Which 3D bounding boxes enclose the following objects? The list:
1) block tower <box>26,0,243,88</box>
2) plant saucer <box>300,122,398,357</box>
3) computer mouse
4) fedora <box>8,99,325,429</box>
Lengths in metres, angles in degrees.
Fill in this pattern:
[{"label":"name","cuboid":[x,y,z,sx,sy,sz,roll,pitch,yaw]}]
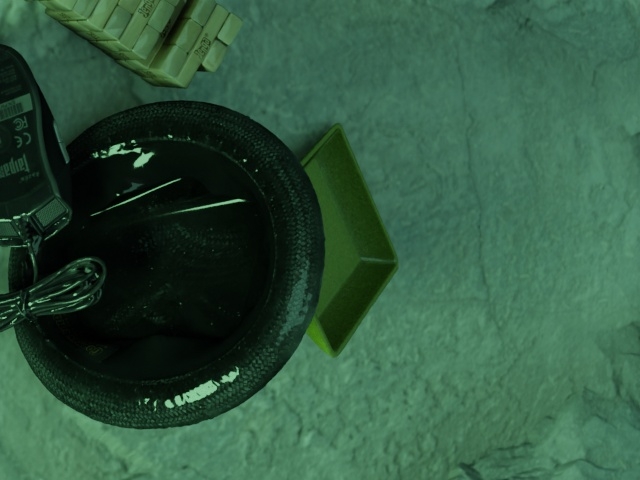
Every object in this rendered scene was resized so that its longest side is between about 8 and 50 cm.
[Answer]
[{"label":"block tower","cuboid":[-0.235,-0.257,1.127,0.335,0.097,0.091,32,81,-30]},{"label":"plant saucer","cuboid":[0.000,0.000,1.304,0.188,0.045,0.188,-51,124,-49]},{"label":"computer mouse","cuboid":[-0.305,-0.036,1.131,0.184,0.060,0.262,-24,83,12]},{"label":"fedora","cuboid":[-0.125,0.029,1.154,0.152,0.334,0.334,24,85,-63]}]
